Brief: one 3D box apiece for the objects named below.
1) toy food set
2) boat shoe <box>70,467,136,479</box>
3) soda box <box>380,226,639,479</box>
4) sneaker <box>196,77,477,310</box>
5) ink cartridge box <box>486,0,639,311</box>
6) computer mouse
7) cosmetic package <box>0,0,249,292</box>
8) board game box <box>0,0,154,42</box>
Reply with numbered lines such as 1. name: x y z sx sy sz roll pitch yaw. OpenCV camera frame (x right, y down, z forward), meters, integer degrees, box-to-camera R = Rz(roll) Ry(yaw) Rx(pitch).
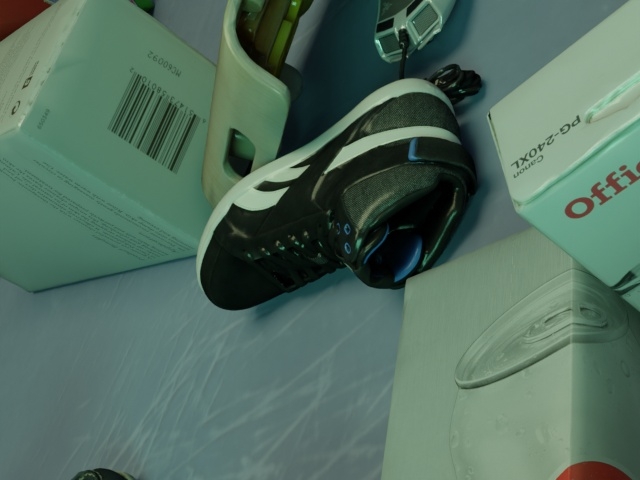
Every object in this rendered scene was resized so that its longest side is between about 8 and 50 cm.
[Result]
1. toy food set: -0.004 -0.179 0.767 0.220 0.092 0.306 114 174 -67
2. boat shoe: -0.158 0.239 0.637 0.095 0.079 0.254 -42 32 29
3. soda box: 0.080 0.136 0.388 0.098 0.091 0.286 -25 42 41
4. sneaker: 0.000 0.000 0.645 0.217 0.079 0.121 -40 34 24
5. ink cartridge box: 0.152 -0.023 0.382 0.109 0.150 0.063 -38 35 27
6. computer mouse: 0.074 -0.160 0.736 0.106 0.042 0.193 -27 46 46
7. cosmetic package: -0.243 -0.073 0.946 0.365 0.197 0.155 -9 54 50
8. board game box: -0.366 -0.213 1.216 0.242 0.064 0.316 -39 -1 27
